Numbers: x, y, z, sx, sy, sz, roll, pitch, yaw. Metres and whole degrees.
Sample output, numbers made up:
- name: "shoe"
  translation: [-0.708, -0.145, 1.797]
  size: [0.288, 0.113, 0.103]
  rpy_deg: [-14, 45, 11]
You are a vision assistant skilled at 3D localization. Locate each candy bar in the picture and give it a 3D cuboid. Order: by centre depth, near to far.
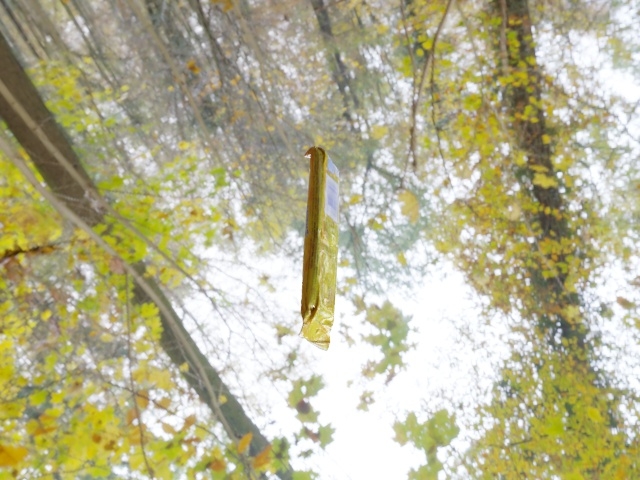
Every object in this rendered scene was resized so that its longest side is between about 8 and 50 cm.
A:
- name: "candy bar"
  translation: [0.000, 0.000, 0.471]
  size: [0.018, 0.040, 0.162]
  rpy_deg: [-15, -123, 26]
